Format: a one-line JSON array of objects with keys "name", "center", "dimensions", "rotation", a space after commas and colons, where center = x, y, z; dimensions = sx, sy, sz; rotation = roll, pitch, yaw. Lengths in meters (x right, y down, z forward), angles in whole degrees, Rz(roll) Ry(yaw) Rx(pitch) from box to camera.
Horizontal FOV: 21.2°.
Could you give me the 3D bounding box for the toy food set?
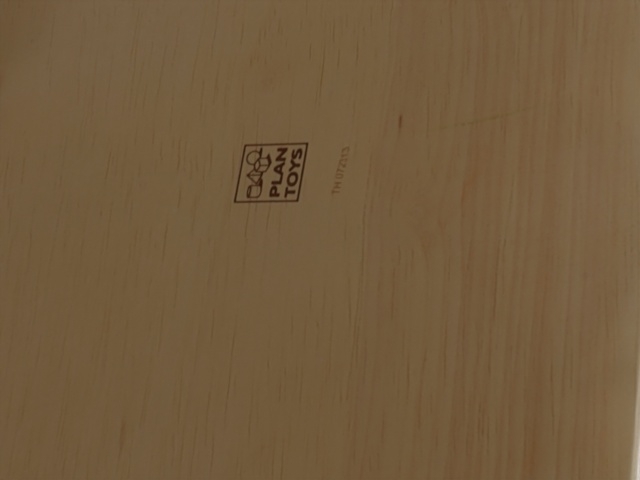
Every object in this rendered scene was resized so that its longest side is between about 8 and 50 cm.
[{"name": "toy food set", "center": [0.000, 0.000, 0.512], "dimensions": [0.220, 0.092, 0.306], "rotation": [-1, -116, 22]}]
